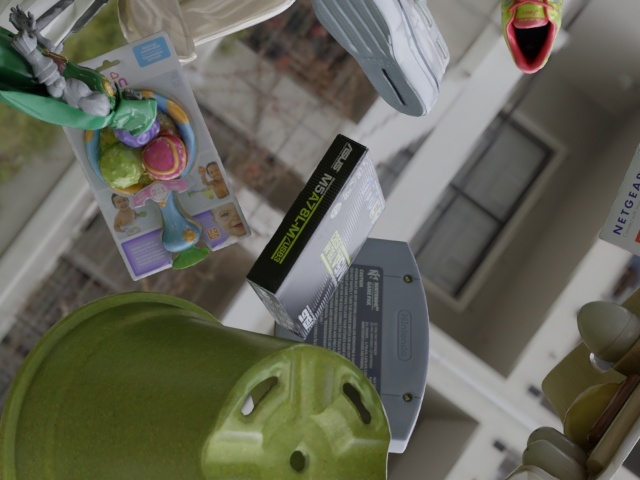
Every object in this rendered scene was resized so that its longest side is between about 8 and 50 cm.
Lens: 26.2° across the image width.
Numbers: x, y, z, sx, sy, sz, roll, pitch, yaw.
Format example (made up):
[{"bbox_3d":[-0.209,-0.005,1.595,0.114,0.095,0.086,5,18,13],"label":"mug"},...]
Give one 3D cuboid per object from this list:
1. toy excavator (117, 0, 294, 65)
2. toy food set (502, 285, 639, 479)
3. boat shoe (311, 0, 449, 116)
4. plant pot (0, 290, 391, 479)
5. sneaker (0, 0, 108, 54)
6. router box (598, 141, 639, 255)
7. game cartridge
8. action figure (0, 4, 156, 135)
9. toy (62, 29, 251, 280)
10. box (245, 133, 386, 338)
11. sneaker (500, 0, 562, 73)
[{"bbox_3d":[-0.010,-0.416,1.636,0.222,0.432,0.445,178,-85,-74],"label":"toy excavator"},{"bbox_3d":[0.189,0.158,1.154,0.306,0.092,0.220,-40,171,-44],"label":"toy food set"},{"bbox_3d":[0.056,-0.201,1.222,0.076,0.083,0.226,-63,151,-17],"label":"boat shoe"},{"bbox_3d":[-0.086,0.177,1.139,0.254,0.276,0.276,-5,-135,51],"label":"plant pot"},{"bbox_3d":[-0.383,-0.386,1.742,0.447,0.257,0.169,-41,-155,35],"label":"sneaker"},{"bbox_3d":[0.550,-0.095,1.687,0.082,0.301,0.336,12,102,-65],"label":"router box"},{"bbox_3d":[0.038,0.126,1.735,0.062,0.198,0.297,110,-13,-54],"label":"game cartridge"},{"bbox_3d":[-0.229,-0.136,1.024,0.063,0.232,0.137,-61,-158,13],"label":"action figure"},{"bbox_3d":[-0.174,-0.075,1.389,0.136,0.237,0.056,-21,-155,3],"label":"toy"},{"bbox_3d":[0.000,0.000,1.482,0.184,0.045,0.191,-60,164,-12],"label":"box"},{"bbox_3d":[0.233,-0.275,1.499,0.094,0.081,0.209,-77,161,-48],"label":"sneaker"}]
